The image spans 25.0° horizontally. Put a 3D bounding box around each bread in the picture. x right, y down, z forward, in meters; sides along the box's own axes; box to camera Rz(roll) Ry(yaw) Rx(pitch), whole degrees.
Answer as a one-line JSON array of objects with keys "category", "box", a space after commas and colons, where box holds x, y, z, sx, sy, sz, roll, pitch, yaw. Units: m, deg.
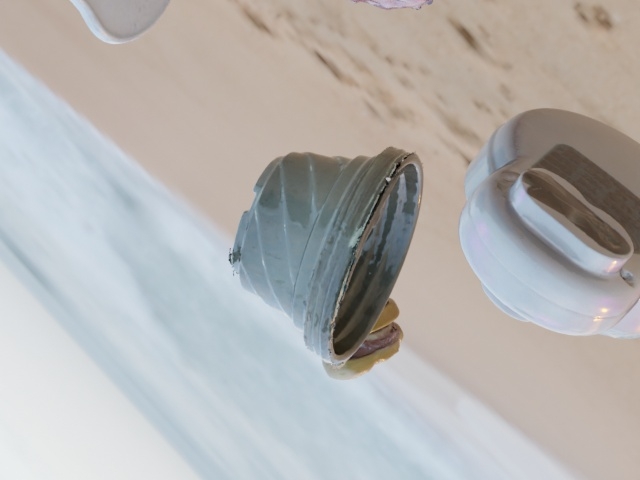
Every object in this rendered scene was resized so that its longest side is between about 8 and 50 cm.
[{"category": "bread", "box": [0.025, 0.061, 1.811, 0.081, 0.134, 0.225, -45, 68, 49]}]

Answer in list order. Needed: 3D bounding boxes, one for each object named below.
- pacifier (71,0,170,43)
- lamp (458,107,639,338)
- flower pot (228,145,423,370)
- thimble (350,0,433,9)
[{"category": "pacifier", "box": [-0.137, -0.278, 1.099, 0.226, 0.238, 0.287, 10, 168, 24]}, {"category": "lamp", "box": [0.167, 0.001, 0.959, 0.179, 0.108, 0.246, 37, -152, 14]}, {"category": "flower pot", "box": [0.000, 0.000, 1.433, 0.141, 0.235, 0.235, 19, 162, 14]}, {"category": "thimble", "box": [0.047, -0.230, 0.791, 0.125, 0.163, 0.189, 18, 142, -27]}]
